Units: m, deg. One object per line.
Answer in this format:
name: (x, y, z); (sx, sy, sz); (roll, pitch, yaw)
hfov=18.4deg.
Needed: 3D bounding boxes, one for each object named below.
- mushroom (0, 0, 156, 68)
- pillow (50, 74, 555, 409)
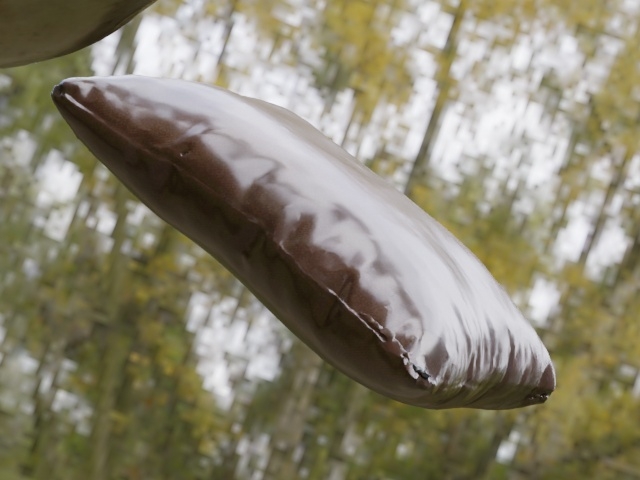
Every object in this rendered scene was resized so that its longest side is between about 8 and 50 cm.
mushroom: (-0.161, -0.191, 0.981); (0.255, 0.255, 0.184); (38, 21, -50)
pillow: (0.000, 0.000, 1.283); (0.308, 0.108, 0.305); (39, 8, 20)
